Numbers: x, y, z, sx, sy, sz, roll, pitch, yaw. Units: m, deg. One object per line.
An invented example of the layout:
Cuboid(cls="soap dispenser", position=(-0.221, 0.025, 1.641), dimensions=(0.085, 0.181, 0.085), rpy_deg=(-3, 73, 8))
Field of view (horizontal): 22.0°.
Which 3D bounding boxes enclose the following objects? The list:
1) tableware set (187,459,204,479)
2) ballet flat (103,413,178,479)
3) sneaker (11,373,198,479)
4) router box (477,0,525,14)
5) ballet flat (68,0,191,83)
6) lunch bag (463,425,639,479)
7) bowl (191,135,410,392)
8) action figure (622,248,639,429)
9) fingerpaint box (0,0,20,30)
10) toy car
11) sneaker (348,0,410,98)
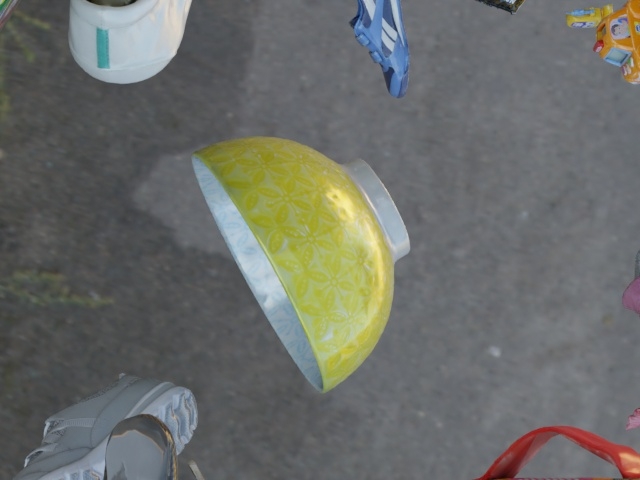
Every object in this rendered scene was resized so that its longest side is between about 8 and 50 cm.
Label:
Cuboid(cls="tableware set", position=(-0.048, 0.248, 1.098), dimensions=(0.039, 0.128, 0.194), rpy_deg=(-30, 121, -10))
Cuboid(cls="ballet flat", position=(-0.158, 0.268, 1.356), dimensions=(0.084, 0.058, 0.250), rpy_deg=(4, 81, 3))
Cuboid(cls="sneaker", position=(-0.256, 0.235, 1.690), dimensions=(0.281, 0.115, 0.105), rpy_deg=(-35, 132, -38))
Cuboid(cls="router box", position=(0.010, -0.176, 0.722), dimensions=(0.179, 0.133, 0.046), rpy_deg=(15, 123, -42))
Cuboid(cls="ballet flat", position=(-0.143, -0.336, 1.483), dimensions=(0.139, 0.139, 0.400), rpy_deg=(30, 63, -40))
Cuboid(cls="lunch bag", position=(0.171, 0.250, 1.078), dimensions=(0.120, 0.293, 0.258), rpy_deg=(6, 78, -46))
Cuboid(cls="bowl", position=(0.000, 0.000, 1.724), dimensions=(0.156, 0.289, 0.289), rpy_deg=(-28, 119, -9))
Cuboid(cls="action figure", position=(0.457, 0.078, 1.726), dimensions=(0.248, 0.276, 0.370), rpy_deg=(32, 92, 1))
Cuboid(cls="fingerpaint box", position=(-0.402, -0.320, 1.213), dimensions=(0.445, 0.163, 0.371), rpy_deg=(33, 106, -9))
Cuboid(cls="toy car", position=(0.188, -0.129, 1.083), dimensions=(0.040, 0.122, 0.060), rpy_deg=(-5, 93, -9))
Cuboid(cls="sneaker", position=(0.064, -0.226, 1.817), dimensions=(0.059, 0.053, 0.144), rpy_deg=(-14, 100, -6))
